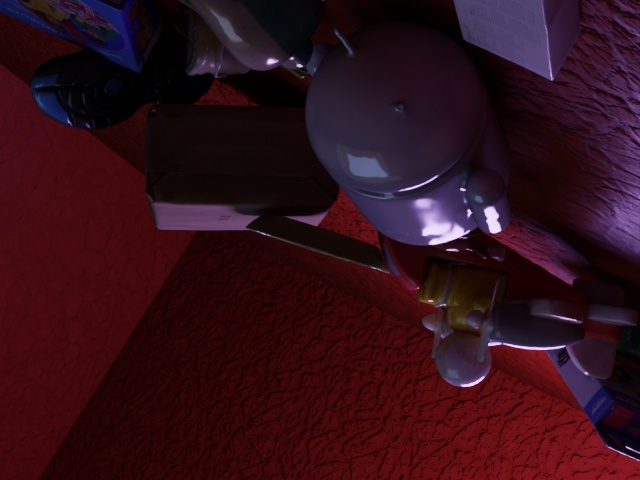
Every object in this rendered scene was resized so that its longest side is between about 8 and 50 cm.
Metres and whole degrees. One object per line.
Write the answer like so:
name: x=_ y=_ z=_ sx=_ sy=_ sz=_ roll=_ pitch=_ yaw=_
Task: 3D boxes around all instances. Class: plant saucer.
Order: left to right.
plant saucer: x=0.000 y=0.000 z=1.980 sx=0.241 sy=0.037 sz=0.241 roll=17 pitch=179 yaw=0

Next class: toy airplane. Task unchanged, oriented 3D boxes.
toy airplane: x=0.288 y=0.117 z=1.929 sx=0.384 sy=0.272 sz=0.386 roll=25 pitch=169 yaw=39

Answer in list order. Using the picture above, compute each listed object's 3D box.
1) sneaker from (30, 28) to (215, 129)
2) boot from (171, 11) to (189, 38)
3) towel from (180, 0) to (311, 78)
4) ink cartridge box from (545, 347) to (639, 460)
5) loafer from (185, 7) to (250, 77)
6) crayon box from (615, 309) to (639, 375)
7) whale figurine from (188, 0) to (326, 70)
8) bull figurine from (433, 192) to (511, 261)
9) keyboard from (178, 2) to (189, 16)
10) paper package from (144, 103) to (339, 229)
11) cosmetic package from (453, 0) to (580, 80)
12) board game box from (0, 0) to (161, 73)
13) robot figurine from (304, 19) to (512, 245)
sneaker: x=-0.333 y=-0.268 z=2.004 sx=0.341 sy=0.125 sz=0.139 roll=-14 pitch=-133 yaw=-46
boot: x=-0.171 y=-0.307 z=1.927 sx=0.118 sy=0.042 sz=0.087 roll=31 pitch=175 yaw=11
towel: x=-0.100 y=-0.292 z=1.501 sx=0.237 sy=0.102 sz=0.021 roll=30 pitch=142 yaw=-33
ink cartridge box: x=0.486 y=0.249 z=2.042 sx=0.186 sy=0.065 sz=0.311 roll=25 pitch=-157 yaw=-25
loafer: x=-0.135 y=-0.278 z=1.731 sx=0.092 sy=0.102 sz=0.268 roll=4 pitch=-168 yaw=-2
crayon box: x=0.605 y=0.216 z=2.014 sx=0.278 sy=0.081 sz=0.165 roll=33 pitch=173 yaw=-8
whale figurine: x=-0.065 y=-0.292 z=1.367 sx=0.216 sy=0.141 sz=0.272 roll=52 pitch=-168 yaw=-9
bull figurine: x=0.138 y=-0.082 z=1.711 sx=0.188 sy=0.101 sz=0.310 roll=10 pitch=-148 yaw=-38
keyboard: x=-0.235 y=-0.383 z=1.737 sx=0.201 sy=0.033 sz=0.317 roll=33 pitch=173 yaw=-9
paper package: x=-0.135 y=-0.116 z=2.092 sx=0.309 sy=0.168 sz=0.325 roll=1 pitch=173 yaw=-6
cosmetic package: x=0.161 y=-0.225 z=1.049 sx=0.099 sy=0.060 sz=0.239 roll=27 pitch=171 yaw=19
board game box: x=-0.412 y=-0.384 z=1.802 sx=0.347 sy=0.078 sz=0.233 roll=24 pitch=167 yaw=4
robot figurine: x=0.104 y=-0.119 z=1.425 sx=0.300 sy=0.200 sz=0.353 roll=38 pitch=176 yaw=27
